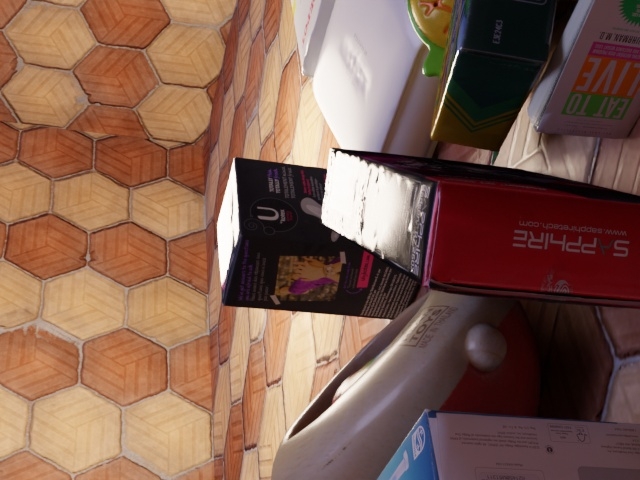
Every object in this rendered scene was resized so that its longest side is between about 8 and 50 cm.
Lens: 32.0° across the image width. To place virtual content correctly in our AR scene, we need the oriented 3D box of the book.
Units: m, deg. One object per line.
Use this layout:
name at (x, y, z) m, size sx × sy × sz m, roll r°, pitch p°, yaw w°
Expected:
book at (0.254, -0.156, 0.981) m, size 0.035 × 0.096 × 0.144 m, roll -98°, pitch 19°, yaw -45°

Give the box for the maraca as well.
maraca at (0.169, -0.268, 1.328) m, size 0.099 × 0.127 × 0.186 m, roll 49°, pitch -144°, yaw -74°

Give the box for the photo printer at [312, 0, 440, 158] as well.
photo printer at (0.099, -0.258, 1.542) m, size 0.308 × 0.107 × 0.256 m, roll 110°, pitch 146°, yaw -43°

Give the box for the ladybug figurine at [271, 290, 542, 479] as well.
ladybug figurine at (0.099, 0.186, 1.190) m, size 0.305 × 0.162 × 0.449 m, roll -46°, pitch -2°, yaw -24°

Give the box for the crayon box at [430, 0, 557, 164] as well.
crayon box at (0.175, -0.220, 1.134) m, size 0.323 × 0.083 × 0.203 m, roll 85°, pitch -165°, yaw -78°

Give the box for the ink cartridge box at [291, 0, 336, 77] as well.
ink cartridge box at (0.055, -0.468, 1.776) m, size 0.385 × 0.160 × 0.279 m, roll -98°, pitch 19°, yaw -44°

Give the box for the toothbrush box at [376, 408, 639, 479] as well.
toothbrush box at (0.150, 0.273, 0.969) m, size 0.295 × 0.216 × 0.126 m, roll 115°, pitch 156°, yaw -51°

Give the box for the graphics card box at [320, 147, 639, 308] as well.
graphics card box at (0.153, -0.020, 1.045) m, size 0.371 × 0.232 × 0.094 m, roll -148°, pitch 64°, yaw -76°

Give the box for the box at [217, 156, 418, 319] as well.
box at (0.000, 0.000, 1.571) m, size 0.165 × 0.270 × 0.143 m, roll -98°, pitch 20°, yaw -46°
